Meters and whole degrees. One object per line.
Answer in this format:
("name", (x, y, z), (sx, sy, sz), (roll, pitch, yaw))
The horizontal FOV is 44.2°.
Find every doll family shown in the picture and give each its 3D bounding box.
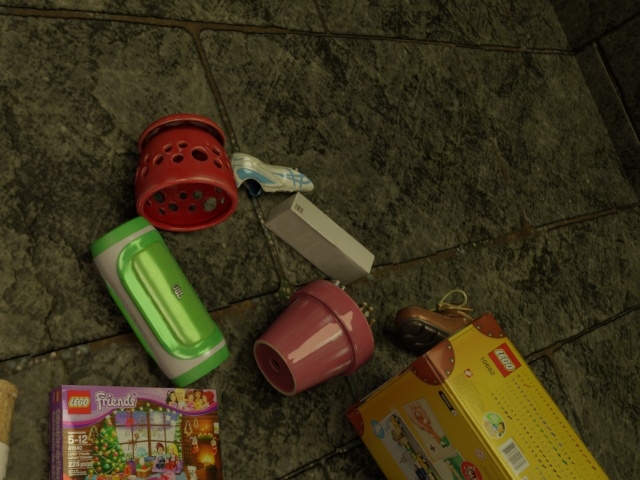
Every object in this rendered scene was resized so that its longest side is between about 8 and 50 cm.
("doll family", (0.057, 0.175, 1.732), (0.193, 0.076, 0.111), (37, 53, -17))

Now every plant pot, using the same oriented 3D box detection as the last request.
("plant pot", (-0.263, -0.133, 1.510), (0.191, 0.191, 0.174), (12, 53, -39))
("plant pot", (-0.026, 0.206, 1.563), (0.180, 0.201, 0.201), (-33, 93, -31))

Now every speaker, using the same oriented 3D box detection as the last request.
("speaker", (-0.285, 0.109, 1.403), (0.131, 0.131, 0.296), (-35, 95, -47))

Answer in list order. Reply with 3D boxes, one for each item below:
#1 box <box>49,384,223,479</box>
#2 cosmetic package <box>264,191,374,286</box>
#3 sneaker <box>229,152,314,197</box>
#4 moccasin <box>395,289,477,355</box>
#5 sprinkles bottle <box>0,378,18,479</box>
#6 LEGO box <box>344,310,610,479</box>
("box", (-0.302, 0.348, 1.312), (0.293, 0.057, 0.201), (10, 62, -40))
("cosmetic package", (0.000, 0.000, 1.747), (0.239, 0.099, 0.060), (40, 45, -22))
("sneaker", (-0.111, -0.130, 1.733), (0.237, 0.085, 0.086), (11, 88, -43))
("moccasin", (0.318, 0.208, 1.907), (0.380, 0.139, 0.147), (15, 59, -38))
("sprinkles bottle", (-0.498, 0.368, 1.072), (0.121, 0.121, 0.355), (19, 57, -36))
("LEGO box", (0.317, 0.448, 1.523), (0.193, 0.372, 0.500), (-25, 75, -33))
